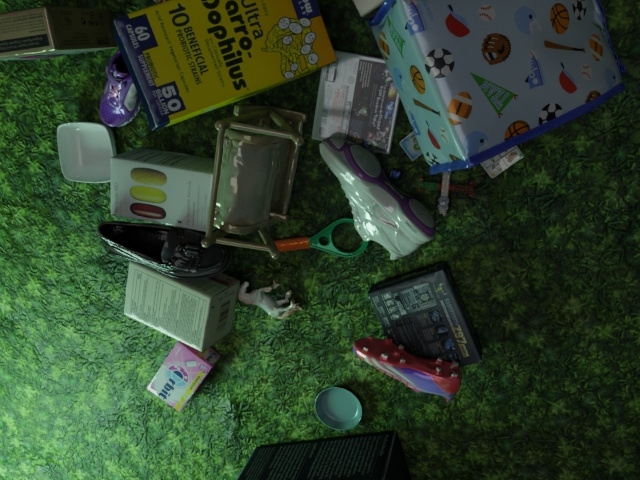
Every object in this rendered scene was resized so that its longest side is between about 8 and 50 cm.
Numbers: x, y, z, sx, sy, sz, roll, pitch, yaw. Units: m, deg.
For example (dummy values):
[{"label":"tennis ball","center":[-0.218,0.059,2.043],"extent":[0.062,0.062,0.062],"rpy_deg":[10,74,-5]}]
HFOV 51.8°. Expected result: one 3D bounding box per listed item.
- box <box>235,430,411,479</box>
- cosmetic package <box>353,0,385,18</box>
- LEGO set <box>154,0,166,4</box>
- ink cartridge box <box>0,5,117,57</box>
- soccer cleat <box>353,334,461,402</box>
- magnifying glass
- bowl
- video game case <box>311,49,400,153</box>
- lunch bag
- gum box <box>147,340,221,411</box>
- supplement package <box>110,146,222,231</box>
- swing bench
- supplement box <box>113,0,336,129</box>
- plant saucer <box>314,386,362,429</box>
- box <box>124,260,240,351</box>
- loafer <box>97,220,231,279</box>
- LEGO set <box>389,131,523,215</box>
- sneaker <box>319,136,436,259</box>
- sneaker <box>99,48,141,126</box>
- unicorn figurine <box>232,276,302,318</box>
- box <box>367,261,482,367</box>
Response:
[{"label":"box","center":[0.023,0.664,1.606],"extent":[0.395,0.212,0.294],"rpy_deg":[-12,104,19]},{"label":"cosmetic package","center":[0.192,-0.534,1.189],"extent":[0.309,0.160,0.113],"rpy_deg":[-27,98,20]},{"label":"LEGO set","center":[-0.287,-0.422,1.381],"extent":[0.132,0.107,0.287],"rpy_deg":[-12,104,18]},{"label":"ink cartridge box","center":[-0.577,-0.433,1.386],"extent":[0.193,0.235,0.088],"rpy_deg":[-4,106,17]},{"label":"soccer cleat","center":[0.186,0.284,1.446],"extent":[0.247,0.083,0.095],"rpy_deg":[15,118,8]},{"label":"magnifying glass","center":[0.000,0.000,1.493],"extent":[0.230,0.026,0.092],"rpy_deg":[-8,106,15]},{"label":"bowl","center":[-0.540,-0.211,1.549],"extent":[0.142,0.053,0.142],"rpy_deg":[4,109,15]},{"label":"video game case","center":[0.078,-0.289,1.375],"extent":[0.173,0.022,0.191],"rpy_deg":[13,110,11]},{"label":"lunch bag","center":[0.325,-0.337,1.171],"extent":[0.385,0.239,0.328],"rpy_deg":[-26,99,-8]},{"label":"gum box","center":[-0.351,0.338,1.677],"extent":[0.107,0.062,0.188],"rpy_deg":[37,113,1]},{"label":"supplement package","center":[-0.330,-0.117,1.480],"extent":[0.243,0.134,0.139],"rpy_deg":[10,110,12]},{"label":"swing bench","center":[-0.130,-0.132,1.349],"extent":[0.165,0.255,0.253],"rpy_deg":[10,110,-3]},{"label":"supplement box","center":[-0.183,-0.361,1.243],"extent":[0.356,0.195,0.194],"rpy_deg":[-24,103,-13]},{"label":"plant saucer","center":[0.046,0.408,1.616],"extent":[0.119,0.021,0.120],"rpy_deg":[5,109,14]},{"label":"box","center":[-0.326,0.134,1.546],"extent":[0.232,0.127,0.149],"rpy_deg":[22,114,19]},{"label":"loafer","center":[-0.349,0.016,1.449],"extent":[0.302,0.095,0.109],"rpy_deg":[11,77,13]},{"label":"LEGO set","center":[0.267,-0.171,1.364],"extent":[0.244,0.060,0.182],"rpy_deg":[-38,83,21]},{"label":"sneaker","center":[0.093,-0.082,1.376],"extent":[0.305,0.114,0.152],"rpy_deg":[46,127,0]},{"label":"sneaker","center":[-0.433,-0.351,1.447],"extent":[0.095,0.104,0.236],"rpy_deg":[36,114,0]},{"label":"unicorn figurine","center":[-0.130,0.134,1.549],"extent":[0.111,0.060,0.162],"rpy_deg":[-35,102,33]},{"label":"box","center":[0.234,0.183,1.469],"extent":[0.183,0.059,0.233],"rpy_deg":[-20,102,23]}]
